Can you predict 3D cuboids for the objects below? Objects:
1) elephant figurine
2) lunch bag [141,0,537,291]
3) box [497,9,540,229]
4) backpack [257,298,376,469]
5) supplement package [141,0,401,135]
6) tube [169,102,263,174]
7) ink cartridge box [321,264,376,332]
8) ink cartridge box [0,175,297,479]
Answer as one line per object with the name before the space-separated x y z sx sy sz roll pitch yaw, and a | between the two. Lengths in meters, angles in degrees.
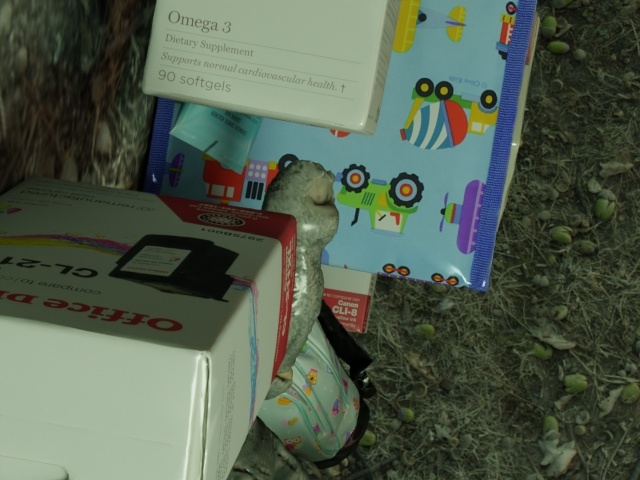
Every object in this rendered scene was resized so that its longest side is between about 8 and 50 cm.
elephant figurine | -0.072 0.091 0.715 0.169 0.186 0.239 14 -56 62
lunch bag | 0.022 -0.138 0.824 0.138 0.221 0.293 -57 157 -78
box | 0.041 -0.107 1.017 0.148 0.232 0.127 89 12 -64
backpack | -0.044 0.109 1.021 0.182 0.152 0.115 68 20 -49
supplement package | -0.010 -0.146 0.613 0.105 0.105 0.179 -27 127 -83
tube | -0.030 -0.145 0.749 0.080 0.052 0.207 26 81 -56
ink cartridge box | 0.000 0.000 1.354 0.128 0.127 0.176 39 60 -83
ink cartridge box | -0.086 0.036 0.506 0.175 0.127 0.072 -64 162 -73
